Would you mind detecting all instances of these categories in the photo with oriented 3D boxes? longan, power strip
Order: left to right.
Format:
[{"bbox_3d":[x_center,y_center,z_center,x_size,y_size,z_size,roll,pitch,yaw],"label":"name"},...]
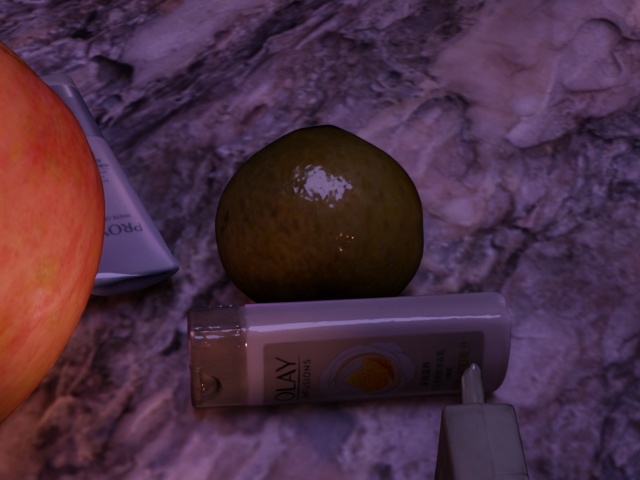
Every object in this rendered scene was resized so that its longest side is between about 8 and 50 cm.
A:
[{"bbox_3d":[0.000,0.000,0.963,0.155,0.145,0.176,-2,82,27],"label":"longan"},{"bbox_3d":[0.108,0.196,0.789,0.053,0.093,0.288,-3,44,-3],"label":"power strip"}]

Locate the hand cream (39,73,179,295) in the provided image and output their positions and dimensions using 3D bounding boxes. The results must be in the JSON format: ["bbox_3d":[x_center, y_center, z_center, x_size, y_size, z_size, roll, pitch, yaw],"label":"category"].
[{"bbox_3d":[-0.196,-0.048,1.057,0.079,0.048,0.255,-15,47,-20],"label":"hand cream"}]

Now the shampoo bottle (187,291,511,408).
[{"bbox_3d":[0.019,0.079,0.910,0.228,0.086,0.056,-2,42,-7],"label":"shampoo bottle"}]

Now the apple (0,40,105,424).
[{"bbox_3d":[-0.323,0.000,0.789,0.364,0.363,0.364,2,44,-2],"label":"apple"}]
